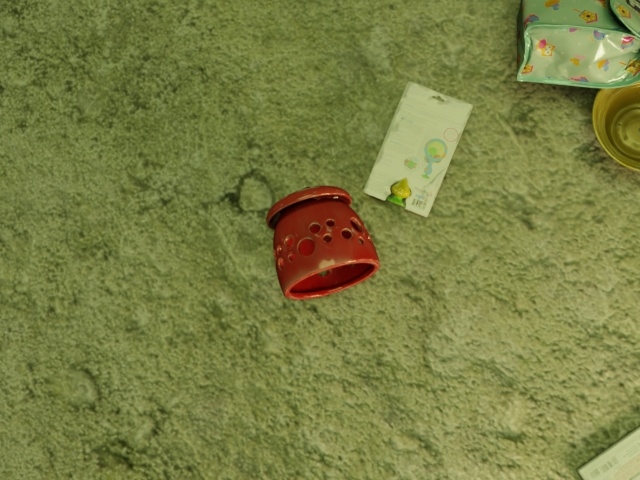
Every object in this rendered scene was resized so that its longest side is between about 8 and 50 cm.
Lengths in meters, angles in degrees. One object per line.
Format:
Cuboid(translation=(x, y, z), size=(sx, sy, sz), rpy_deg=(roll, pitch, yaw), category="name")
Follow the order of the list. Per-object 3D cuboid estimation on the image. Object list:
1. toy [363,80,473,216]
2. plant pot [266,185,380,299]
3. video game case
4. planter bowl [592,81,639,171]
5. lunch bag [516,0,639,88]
Cuboid(translation=(0.192, -0.178, 1.477), size=(0.137, 0.056, 0.237), rpy_deg=(22, 88, 7), category="toy")
Cuboid(translation=(0.000, 0.000, 1.403), size=(0.191, 0.191, 0.174), rpy_deg=(-17, 72, 4), category="plant pot")
Cuboid(translation=(0.589, 0.431, 1.330), size=(0.190, 0.022, 0.173), rpy_deg=(-35, 77, -1), category="video game case")
Cuboid(translation=(0.618, -0.220, 1.411), size=(0.217, 0.090, 0.217), rpy_deg=(-1, 80, 7), category="planter bowl")
Cuboid(translation=(0.505, -0.403, 1.388), size=(0.262, 0.160, 0.223), rpy_deg=(5, 49, 11), category="lunch bag")
